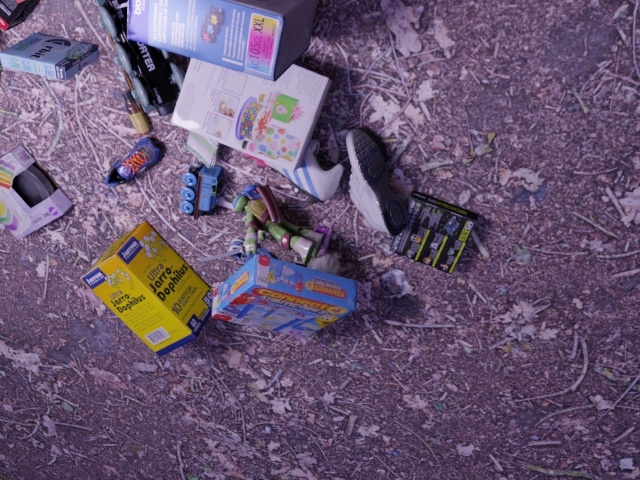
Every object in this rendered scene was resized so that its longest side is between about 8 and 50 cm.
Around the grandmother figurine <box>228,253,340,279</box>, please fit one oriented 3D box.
[{"bbox_3d":[-0.101,0.104,1.994,0.343,0.208,0.103,-14,81,26],"label":"grandmother figurine"}]

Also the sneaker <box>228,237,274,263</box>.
[{"bbox_3d":[-0.208,0.047,2.041,0.144,0.059,0.053,22,127,0],"label":"sneaker"}]

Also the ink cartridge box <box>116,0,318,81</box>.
[{"bbox_3d":[-0.231,-0.497,1.478,0.396,0.270,0.151,19,123,6],"label":"ink cartridge box"}]

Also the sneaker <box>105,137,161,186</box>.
[{"bbox_3d":[-0.533,-0.212,1.953,0.221,0.087,0.083,-33,109,35],"label":"sneaker"}]

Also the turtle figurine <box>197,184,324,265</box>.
[{"bbox_3d":[-0.145,0.006,1.895,0.266,0.274,0.198,24,167,12],"label":"turtle figurine"}]

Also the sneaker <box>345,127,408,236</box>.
[{"bbox_3d":[0.117,-0.143,1.760,0.129,0.111,0.297,2,118,50],"label":"sneaker"}]

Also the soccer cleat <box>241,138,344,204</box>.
[{"bbox_3d":[-0.089,-0.231,1.783,0.331,0.116,0.143,35,100,2],"label":"soccer cleat"}]

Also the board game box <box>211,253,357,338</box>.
[{"bbox_3d":[-0.104,0.164,1.906,0.308,0.086,0.302,16,151,-24],"label":"board game box"}]

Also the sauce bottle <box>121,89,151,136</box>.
[{"bbox_3d":[-0.505,-0.349,1.876,0.042,0.042,0.128,-7,119,24],"label":"sauce bottle"}]

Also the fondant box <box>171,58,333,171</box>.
[{"bbox_3d":[-0.166,-0.339,1.668,0.331,0.096,0.238,22,102,5],"label":"fondant box"}]

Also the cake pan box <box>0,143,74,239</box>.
[{"bbox_3d":[-0.942,-0.149,2.159,0.267,0.070,0.245,-21,117,30],"label":"cake pan box"}]

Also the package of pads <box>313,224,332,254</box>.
[{"bbox_3d":[0.000,0.000,1.949,0.050,0.032,0.083,20,128,7],"label":"package of pads"}]

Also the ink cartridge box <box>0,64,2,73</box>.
[{"bbox_3d":[-0.981,-0.516,1.891,0.189,0.097,0.255,35,127,-6],"label":"ink cartridge box"}]

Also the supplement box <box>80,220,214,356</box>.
[{"bbox_3d":[-0.523,0.154,2.143,0.195,0.194,0.356,-29,111,34],"label":"supplement box"}]

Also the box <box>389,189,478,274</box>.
[{"bbox_3d":[0.297,-0.020,1.823,0.184,0.045,0.190,19,128,3],"label":"box"}]

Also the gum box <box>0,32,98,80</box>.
[{"bbox_3d":[-0.699,-0.478,1.777,0.185,0.157,0.041,13,128,10],"label":"gum box"}]

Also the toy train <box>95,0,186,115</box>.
[{"bbox_3d":[-0.448,-0.466,1.685,0.190,0.142,0.333,30,145,60],"label":"toy train"}]

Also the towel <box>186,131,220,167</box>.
[{"bbox_3d":[-0.312,-0.280,1.840,0.113,0.023,0.152,39,134,19],"label":"towel"}]

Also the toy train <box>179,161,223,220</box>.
[{"bbox_3d":[-0.336,-0.138,1.944,0.105,0.080,0.184,16,128,1],"label":"toy train"}]

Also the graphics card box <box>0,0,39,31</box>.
[{"bbox_3d":[-0.746,-0.715,1.665,0.371,0.094,0.233,-31,109,35],"label":"graphics card box"}]

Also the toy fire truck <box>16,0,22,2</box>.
[{"bbox_3d":[-0.706,-0.668,1.595,0.135,0.047,0.192,-13,119,27],"label":"toy fire truck"}]
